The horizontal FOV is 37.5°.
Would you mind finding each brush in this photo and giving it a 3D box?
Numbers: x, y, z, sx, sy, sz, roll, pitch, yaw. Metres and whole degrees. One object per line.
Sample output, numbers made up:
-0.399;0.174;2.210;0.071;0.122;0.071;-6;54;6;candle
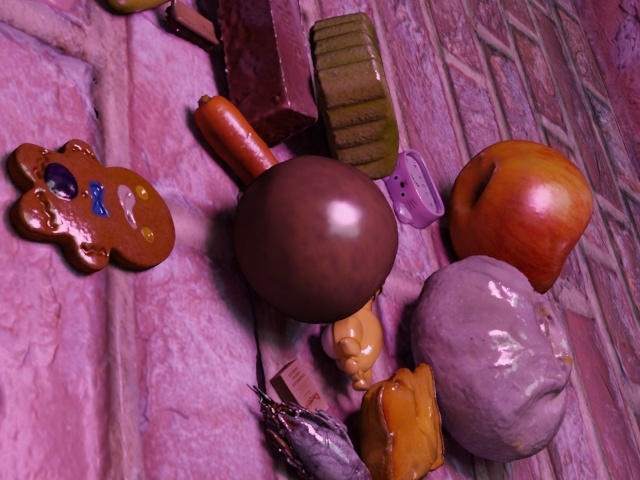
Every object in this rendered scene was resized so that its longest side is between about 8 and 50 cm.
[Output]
-0.161;-0.316;1.515;0.248;0.036;0.043;20;53;-55;brush

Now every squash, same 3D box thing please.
-0.252;-0.376;1.403;0.066;0.066;0.201;58;28;-3;squash

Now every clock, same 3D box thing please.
0.172;-0.101;1.791;0.110;0.050;0.152;-1;66;-55;clock

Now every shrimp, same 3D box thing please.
-0.011;0.257;1.219;0.233;0.079;0.090;46;70;-15;shrimp

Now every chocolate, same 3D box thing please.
-0.084;-0.308;1.487;0.112;0.112;0.321;16;63;-54;chocolate

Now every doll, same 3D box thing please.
0.056;0.104;1.426;0.291;0.086;0.117;-82;150;-47;doll

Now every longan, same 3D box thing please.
0.000;0.000;1.307;0.248;0.248;0.248;35;39;-35;longan

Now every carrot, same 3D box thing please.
-0.106;-0.124;1.399;0.225;0.067;0.067;50;33;-18;carrot

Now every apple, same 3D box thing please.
0.376;-0.051;1.842;0.301;0.302;0.301;35;39;-35;apple

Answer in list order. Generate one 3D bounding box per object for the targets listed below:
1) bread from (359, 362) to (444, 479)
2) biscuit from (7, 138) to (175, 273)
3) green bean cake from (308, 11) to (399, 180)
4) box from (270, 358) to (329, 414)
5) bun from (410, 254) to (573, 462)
0.113;0.266;1.347;0.233;0.088;0.160;7;68;-70;bread
-0.267;-0.040;1.134;0.236;0.039;0.179;18;50;-50;biscuit
0.056;-0.232;1.575;0.222;0.125;0.248;-97;172;-49;green bean cake
-0.028;0.208;1.279;0.083;0.024;0.053;60;32;-3;box
0.296;0.188;1.578;0.362;0.211;0.362;44;28;-31;bun
